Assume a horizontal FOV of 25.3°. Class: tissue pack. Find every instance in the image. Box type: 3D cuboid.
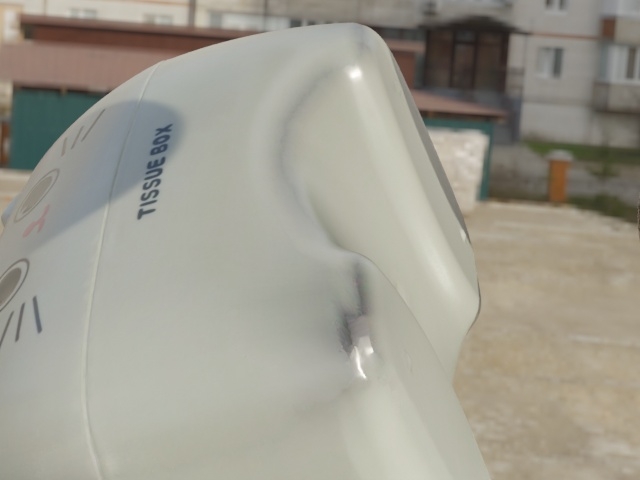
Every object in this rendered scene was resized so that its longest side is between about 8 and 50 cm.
[{"bbox_3d":[-0.048,0.056,0.711,0.236,0.229,0.333,-18,33,15],"label":"tissue pack"}]

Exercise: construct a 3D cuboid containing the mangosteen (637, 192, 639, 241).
[{"bbox_3d":[0.228,0.003,0.711,0.152,0.152,0.152,4,7,0],"label":"mangosteen"}]
